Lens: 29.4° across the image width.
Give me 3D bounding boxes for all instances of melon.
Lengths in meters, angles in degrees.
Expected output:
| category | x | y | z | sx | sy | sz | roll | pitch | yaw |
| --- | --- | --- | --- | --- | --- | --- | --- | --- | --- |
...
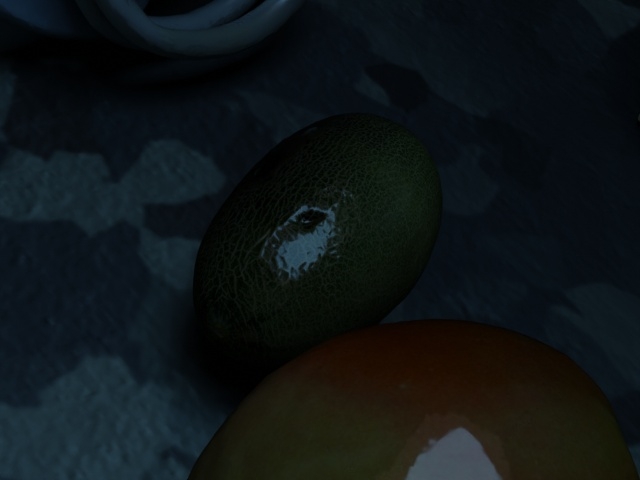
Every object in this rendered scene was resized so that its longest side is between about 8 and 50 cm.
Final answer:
| category | x | y | z | sx | sy | sz | roll | pitch | yaw |
| --- | --- | --- | --- | --- | --- | --- | --- | --- | --- |
| melon | 0.000 | 0.000 | 0.585 | 0.099 | 0.099 | 0.162 | 34 | 46 | 7 |

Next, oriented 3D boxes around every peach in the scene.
| category | x | y | z | sx | sy | sz | roll | pitch | yaw |
| --- | --- | --- | --- | --- | --- | --- | --- | --- | --- |
| peach | 0.035 | 0.117 | 0.446 | 0.184 | 0.184 | 0.184 | 13 | 46 | -14 |

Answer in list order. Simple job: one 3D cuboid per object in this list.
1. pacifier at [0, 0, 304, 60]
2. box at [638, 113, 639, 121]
| category | x | y | z | sx | sy | sz | roll | pitch | yaw |
| --- | --- | --- | --- | --- | --- | --- | --- | --- | --- |
| pacifier | -0.133 | -0.241 | 0.710 | 0.233 | 0.244 | 0.299 | 20 | 49 | 38 |
| box | 0.327 | -0.183 | 0.862 | 0.097 | 0.168 | 0.265 | 28 | 42 | 4 |
